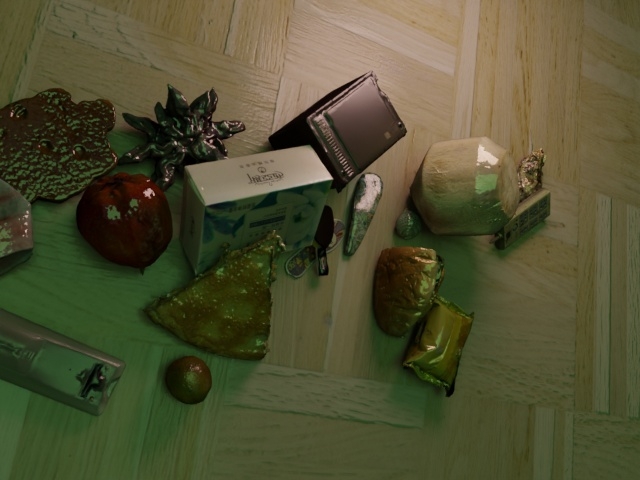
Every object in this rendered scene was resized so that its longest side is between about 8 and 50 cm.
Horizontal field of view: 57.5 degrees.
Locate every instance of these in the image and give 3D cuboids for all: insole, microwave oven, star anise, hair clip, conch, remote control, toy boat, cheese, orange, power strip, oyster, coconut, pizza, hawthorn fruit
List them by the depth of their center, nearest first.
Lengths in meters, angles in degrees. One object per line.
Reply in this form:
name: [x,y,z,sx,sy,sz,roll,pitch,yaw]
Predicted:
toy boat: [-0.628,-0.064,1.006,0.206,0.096,0.282,-33,81,-10]
remote control: [-0.508,0.204,1.029,0.313,0.055,0.109,30,68,-19]
hawthorn fruit: [-0.364,-0.041,1.101,0.179,0.174,0.173,48,59,-45]
orange: [-0.253,0.272,1.130,0.085,0.085,0.095,-26,90,-28]
pizza: [-0.159,0.102,1.162,0.280,0.075,0.287,35,97,-25]
star anise: [-0.280,-0.207,1.195,0.283,0.129,0.212,-16,100,-18]
microwave oven: [0.038,-0.234,1.321,0.247,0.188,0.178,-42,105,-31]
cheese: [0.001,0.000,1.328,0.086,0.036,0.162,-1,82,-43]
insole: [-0.009,0.015,1.346,0.197,0.004,0.065,-41,100,-27]
hair clip: [0.101,-0.068,1.400,0.066,0.036,0.229,24,70,-14]
coconut: [0.343,-0.124,1.428,0.245,0.248,0.244,5,84,-55]
conch: [0.225,-0.042,1.449,0.076,0.057,0.085,37,66,-30]
power strip: [0.547,-0.054,1.604,0.268,0.034,0.092,-31,126,-28]
oyster: [0.600,-0.183,1.667,0.109,0.053,0.165,4,85,-16]

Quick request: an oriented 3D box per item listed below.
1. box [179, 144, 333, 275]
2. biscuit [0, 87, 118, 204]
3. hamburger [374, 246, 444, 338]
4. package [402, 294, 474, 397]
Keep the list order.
box: [-0.134,-0.063,1.175,0.274,0.203,0.116,-14,55,-29]
biscuit: [-0.514,-0.177,1.107,0.290,0.041,0.208,-42,97,-24]
hamburger: [0.196,0.118,1.355,0.136,0.155,0.207,25,77,-16]
package: [0.288,0.244,1.404,0.168,0.090,0.226,33,70,-21]
